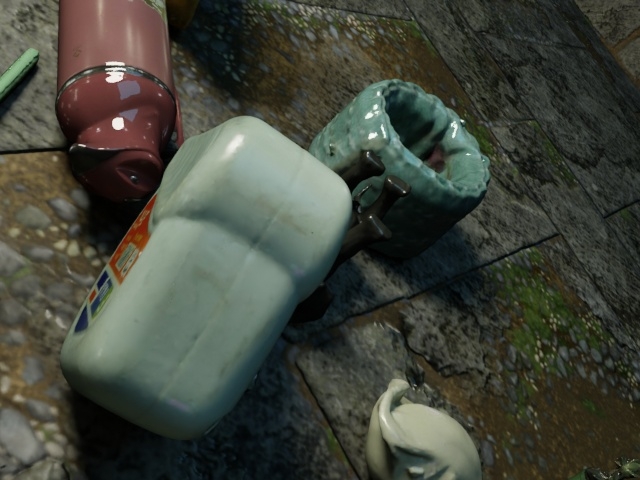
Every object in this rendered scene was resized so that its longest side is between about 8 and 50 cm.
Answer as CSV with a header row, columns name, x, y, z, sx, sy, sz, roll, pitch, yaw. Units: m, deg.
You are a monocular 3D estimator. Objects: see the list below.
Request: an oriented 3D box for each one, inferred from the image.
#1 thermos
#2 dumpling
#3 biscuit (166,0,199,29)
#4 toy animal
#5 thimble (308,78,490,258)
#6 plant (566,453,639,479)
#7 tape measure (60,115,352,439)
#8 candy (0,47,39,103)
name,x,y,z,sx,sy,sz,roll,pitch,yaw
thermos,-0.200,-0.168,0.694,0.109,0.136,0.330,-7,57,-8
dumpling,0.095,0.192,0.677,0.169,0.100,0.134,32,26,-25
biscuit,-0.139,-0.398,0.826,0.057,0.287,0.344,17,18,-22
toy animal,0.003,0.005,0.705,0.115,0.146,0.245,54,35,8
thimble,0.097,-0.091,0.884,0.235,0.143,0.198,5,55,-40
plant,0.338,0.290,0.830,0.051,0.102,0.051,27,40,-25
tape measure,-0.085,0.023,0.527,0.125,0.243,0.246,32,83,-17
candy,-0.292,-0.086,0.558,0.097,0.097,0.323,33,32,-20
